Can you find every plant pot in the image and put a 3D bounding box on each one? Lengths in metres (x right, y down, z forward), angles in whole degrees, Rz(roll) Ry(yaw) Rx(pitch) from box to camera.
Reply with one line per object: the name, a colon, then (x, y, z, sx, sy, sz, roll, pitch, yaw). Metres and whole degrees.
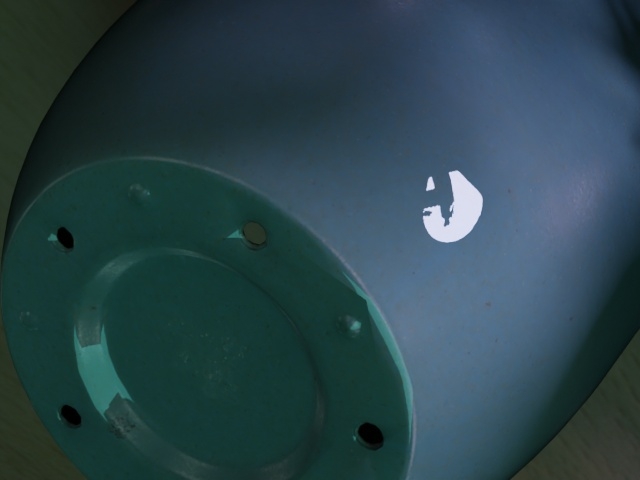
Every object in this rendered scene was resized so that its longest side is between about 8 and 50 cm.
plant pot: (0.000, 0.000, 0.580, 0.293, 0.235, 0.293, 13, 121, 22)
